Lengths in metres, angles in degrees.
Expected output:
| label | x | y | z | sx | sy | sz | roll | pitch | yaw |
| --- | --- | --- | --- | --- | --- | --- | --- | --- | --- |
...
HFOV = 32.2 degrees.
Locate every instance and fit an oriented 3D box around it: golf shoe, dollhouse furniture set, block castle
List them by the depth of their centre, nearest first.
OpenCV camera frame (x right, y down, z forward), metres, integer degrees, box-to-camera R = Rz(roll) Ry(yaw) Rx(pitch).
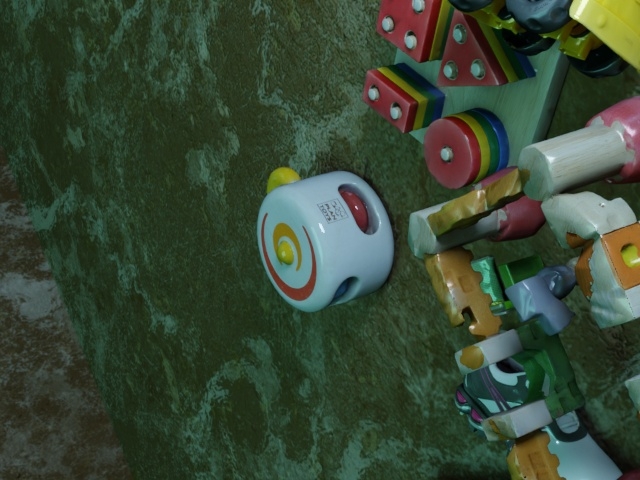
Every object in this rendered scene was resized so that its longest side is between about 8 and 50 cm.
| label | x | y | z | sx | sy | sz | roll | pitch | yaw |
| --- | --- | --- | --- | --- | --- | --- | --- | --- | --- |
| block castle | 0.307 | 0.105 | 1.145 | 0.303 | 0.212 | 0.453 | -34 | 75 | 59 |
| golf shoe | 0.271 | 0.222 | 1.361 | 0.273 | 0.105 | 0.120 | 39 | 127 | 42 |
| dollhouse furniture set | 0.216 | 0.059 | 1.404 | 0.151 | 0.058 | 0.076 | -23 | 84 | 58 |

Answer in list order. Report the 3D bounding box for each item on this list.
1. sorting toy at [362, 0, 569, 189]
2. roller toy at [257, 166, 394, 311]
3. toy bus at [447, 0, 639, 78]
| label | x | y | z | sx | sy | sz | roll | pitch | yaw |
| --- | --- | --- | --- | --- | --- | --- | --- | --- | --- |
| sorting toy | 0.160 | -0.197 | 1.339 | 0.255 | 0.089 | 0.257 | 45 | 139 | 37 |
| roller toy | 0.000 | 0.000 | 1.627 | 0.191 | 0.146 | 0.209 | 20 | 121 | 52 |
| toy bus | 0.247 | -0.292 | 1.105 | 0.220 | 0.149 | 0.211 | 29 | 96 | 46 |
